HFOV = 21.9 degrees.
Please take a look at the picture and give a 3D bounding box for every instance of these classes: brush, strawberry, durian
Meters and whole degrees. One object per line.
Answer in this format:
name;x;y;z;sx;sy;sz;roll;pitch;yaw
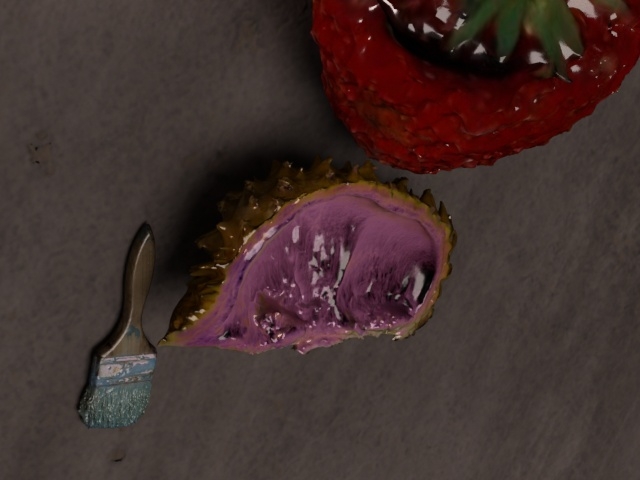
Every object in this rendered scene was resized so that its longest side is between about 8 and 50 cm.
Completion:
brush;-0.170;0.076;1.460;0.070;0.021;0.196;-2;112;-36
strawberry;0.118;-0.199;1.393;0.291;0.310;0.292;1;87;-22
durian;0.001;0.000;1.488;0.341;0.112;0.191;-2;118;-43
